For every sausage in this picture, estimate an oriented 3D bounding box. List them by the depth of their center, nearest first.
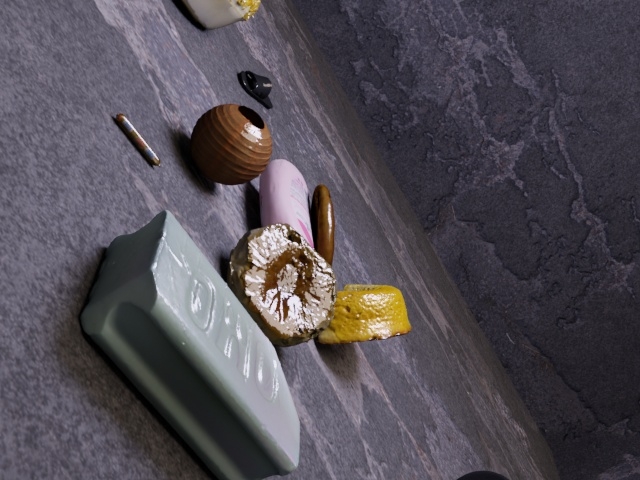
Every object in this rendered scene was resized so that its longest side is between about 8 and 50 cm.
[{"bbox_3d":[-0.254,-0.140,1.214,0.100,0.015,0.015,54,16,-31],"label":"sausage"}]

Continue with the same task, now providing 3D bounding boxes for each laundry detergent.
[{"bbox_3d":[-0.056,-0.001,1.523,0.335,0.088,0.159,-97,167,-51],"label":"laundry detergent"}]

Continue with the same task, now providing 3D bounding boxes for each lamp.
[{"bbox_3d":[-0.145,-0.154,1.403,0.136,0.136,0.136,56,15,-24],"label":"lamp"}]

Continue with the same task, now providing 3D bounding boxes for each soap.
[{"bbox_3d":[-0.133,0.127,0.976,0.289,0.095,0.172,56,16,-25],"label":"soap"}]

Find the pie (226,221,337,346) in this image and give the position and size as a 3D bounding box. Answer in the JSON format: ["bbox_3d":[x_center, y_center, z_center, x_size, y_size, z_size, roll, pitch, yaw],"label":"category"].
[{"bbox_3d":[-0.058,0.071,1.320,0.195,0.046,0.195,15,64,-32],"label":"pie"}]

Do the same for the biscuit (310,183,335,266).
[{"bbox_3d":[0.000,0.000,1.623,0.212,0.036,0.212,-177,-90,-84],"label":"biscuit"}]

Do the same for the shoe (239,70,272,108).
[{"bbox_3d":[-0.134,-0.352,1.990,0.159,0.053,0.062,38,31,-66],"label":"shoe"}]

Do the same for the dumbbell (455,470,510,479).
[{"bbox_3d":[0.362,0.588,1.717,0.388,0.185,0.185,48,20,-46],"label":"dumbbell"}]

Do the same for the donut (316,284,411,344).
[{"bbox_3d":[0.094,0.137,1.628,0.259,0.152,0.101,-3,92,-76],"label":"donut"}]

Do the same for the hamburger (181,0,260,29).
[{"bbox_3d":[-0.230,-0.586,1.810,0.294,0.179,0.276,52,16,-37],"label":"hamburger"}]
